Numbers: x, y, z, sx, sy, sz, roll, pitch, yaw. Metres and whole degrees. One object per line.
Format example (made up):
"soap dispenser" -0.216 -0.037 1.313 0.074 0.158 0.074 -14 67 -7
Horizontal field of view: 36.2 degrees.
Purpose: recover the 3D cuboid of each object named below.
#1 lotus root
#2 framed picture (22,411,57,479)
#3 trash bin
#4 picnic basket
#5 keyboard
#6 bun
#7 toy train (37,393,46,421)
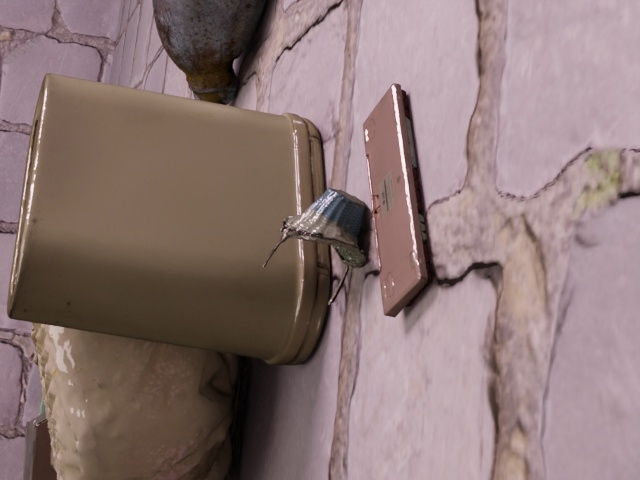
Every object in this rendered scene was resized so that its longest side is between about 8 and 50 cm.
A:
"lotus root" -0.133 -0.305 1.153 0.158 0.139 0.322 -110 32 -54
"framed picture" -0.277 0.248 1.261 0.252 0.014 0.197 -29 36 7
"trash bin" -0.126 -0.023 0.835 0.121 0.247 0.243 126 149 -50
"picnic basket" 0.000 0.000 0.741 0.083 0.065 0.083 -62 26 5
"keyboard" 0.052 -0.029 0.675 0.055 0.017 0.166 129 145 -48
"bun" -0.183 0.104 0.994 0.359 0.210 0.360 172 90 -73
"toy train" -0.321 0.084 1.459 0.237 0.150 0.369 -147 67 -81
